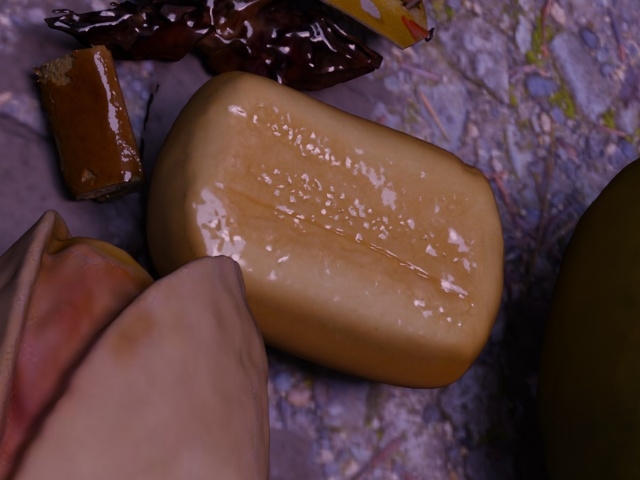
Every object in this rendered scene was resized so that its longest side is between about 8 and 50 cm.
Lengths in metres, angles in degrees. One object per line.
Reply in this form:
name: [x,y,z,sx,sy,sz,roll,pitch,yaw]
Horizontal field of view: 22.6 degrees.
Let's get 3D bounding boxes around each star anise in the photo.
star anise: [-0.056,-0.152,0.948,0.212,0.053,0.157,17,64,-25]

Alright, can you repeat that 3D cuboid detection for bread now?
bread: [0.000,0.000,0.894,0.217,0.098,0.147,24,58,-22]
bread: [-0.124,-0.063,0.874,0.036,0.047,0.083,4,68,-65]

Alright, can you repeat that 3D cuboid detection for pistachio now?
pistachio: [-0.123,0.123,0.711,0.187,0.187,0.299,29,57,-21]

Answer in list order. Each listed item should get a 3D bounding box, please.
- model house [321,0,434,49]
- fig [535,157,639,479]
model house: [0.028,-0.253,0.952,0.219,0.136,0.207,29,42,-34]
fig: [0.297,0.078,0.908,0.343,0.343,0.343,13,65,-29]
